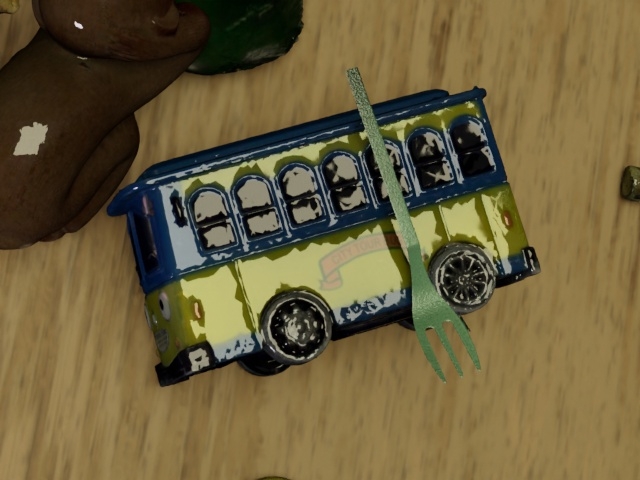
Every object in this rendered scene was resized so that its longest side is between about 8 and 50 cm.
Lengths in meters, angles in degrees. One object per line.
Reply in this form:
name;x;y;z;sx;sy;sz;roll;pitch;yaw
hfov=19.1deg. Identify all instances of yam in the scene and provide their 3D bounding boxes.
yam;0.312;-0.038;1.566;0.129;0.027;0.033;8;48;-10

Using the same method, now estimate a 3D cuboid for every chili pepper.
chili pepper;-0.122;-0.237;1.447;0.148;0.116;0.264;-41;92;-12

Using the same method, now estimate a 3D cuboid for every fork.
fork;0.061;-0.012;1.366;0.039;0.021;0.235;-18;86;-20

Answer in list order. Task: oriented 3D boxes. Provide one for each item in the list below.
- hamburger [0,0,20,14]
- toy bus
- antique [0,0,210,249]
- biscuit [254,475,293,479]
hamburger;-0.332;-0.218;1.339;0.262;0.131;0.124;26;75;33
toy bus;0.000;0.000;1.429;0.287;0.138;0.175;-16;86;-15
antique;-0.180;-0.115;1.357;0.121;0.143;0.257;34;99;8
biscuit;-0.035;0.221;1.445;0.084;0.023;0.084;2;81;-13
